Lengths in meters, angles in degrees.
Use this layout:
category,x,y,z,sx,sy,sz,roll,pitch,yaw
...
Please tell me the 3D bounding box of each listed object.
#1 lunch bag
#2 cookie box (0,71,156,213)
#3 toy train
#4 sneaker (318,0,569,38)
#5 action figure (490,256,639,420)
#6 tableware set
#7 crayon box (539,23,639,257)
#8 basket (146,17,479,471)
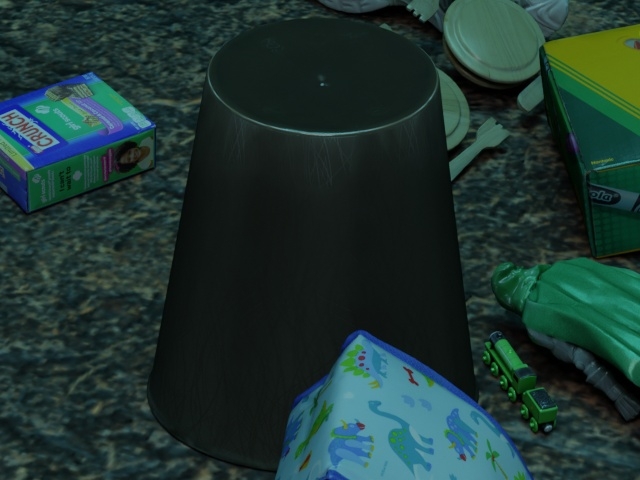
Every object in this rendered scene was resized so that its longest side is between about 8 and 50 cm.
category,x,y,z,sx,sy,sz,roll,pitch,yaw
lunch bag,0.052,0.143,0.943,0.151,0.096,0.129,30,35,-12
cookie box,-0.187,-0.072,1.270,0.107,0.040,0.092,-23,44,-30
toy train,0.122,0.086,1.082,0.017,0.024,0.083,-11,38,-18
sneaker,0.107,-0.230,1.467,0.232,0.090,0.115,20,36,22
action figure,0.206,0.067,1.078,0.232,0.063,0.137,27,45,25
tableware set,0.098,-0.120,1.343,0.128,0.039,0.194,43,54,10
crayon box,0.307,-0.090,1.242,0.278,0.081,0.165,-11,38,2
basket,0.000,0.000,1.022,0.204,0.227,0.154,1,36,-3
